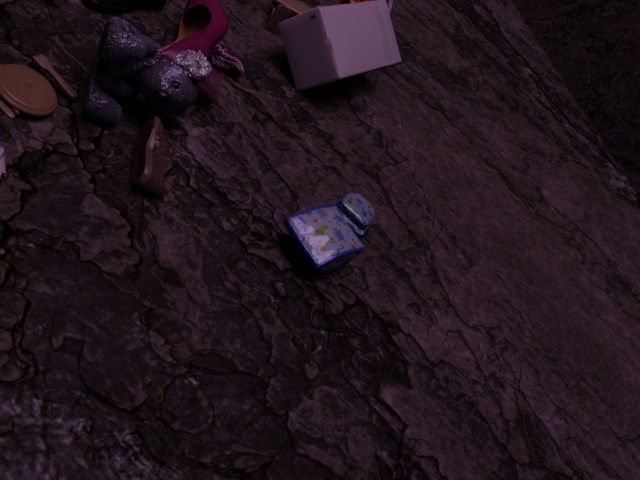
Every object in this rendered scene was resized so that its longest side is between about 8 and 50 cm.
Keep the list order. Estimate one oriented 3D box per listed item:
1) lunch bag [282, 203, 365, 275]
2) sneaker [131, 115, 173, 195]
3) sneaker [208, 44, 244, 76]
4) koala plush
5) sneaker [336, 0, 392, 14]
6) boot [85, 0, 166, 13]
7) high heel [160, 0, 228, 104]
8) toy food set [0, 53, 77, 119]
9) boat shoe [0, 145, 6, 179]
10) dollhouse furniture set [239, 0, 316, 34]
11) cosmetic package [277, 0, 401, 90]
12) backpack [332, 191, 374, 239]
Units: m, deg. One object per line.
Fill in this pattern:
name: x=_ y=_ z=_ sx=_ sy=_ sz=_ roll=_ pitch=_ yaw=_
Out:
lunch bag: x=0.000 y=0.000 z=1.502 sx=0.129 sy=0.096 sz=0.151 roll=54 pitch=29 yaw=16
sneaker: x=-0.329 y=-0.164 z=1.419 sx=0.071 sy=0.066 sz=0.188 roll=35 pitch=40 yaw=-36
sneaker: x=-0.246 y=-0.443 z=1.778 sx=0.119 sy=0.047 sz=0.057 roll=39 pitch=57 yaw=-1
koala plush: x=-0.349 y=-0.339 z=1.466 sx=0.221 sy=0.196 sz=0.203 roll=16 pitch=34 yaw=-24
sneaker: x=0.139 y=-0.778 z=2.371 sx=0.180 sy=0.124 sz=0.321 roll=22 pitch=41 yaw=-25
boot: x=-0.425 y=-0.643 z=1.677 sx=0.246 sy=0.207 sz=0.094 roll=-21 pitch=68 yaw=-49
high heel: x=-0.310 y=-0.502 z=1.668 sx=0.181 sy=0.127 sz=0.377 roll=38 pitch=32 yaw=-48
toy food set: x=-0.563 y=-0.283 z=1.348 sx=0.132 sy=0.038 sz=0.192 roll=49 pitch=32 yaw=-2
boat shoe: x=-0.546 y=-0.117 z=1.198 sx=0.035 sy=0.035 sz=0.100 roll=49 pitch=23 yaw=-37
dollhouse furniture set: x=-0.105 y=-0.725 z=2.074 sx=0.242 sy=0.161 sz=0.212 roll=28 pitch=39 yaw=-17
cosmetic package: x=0.065 y=-0.554 z=2.003 sx=0.365 sy=0.155 sz=0.197 roll=-28 pitch=106 yaw=-51
backpack: x=0.074 y=-0.058 z=1.634 sx=0.105 sy=0.084 sz=0.114 roll=43 pitch=34 yaw=-2
